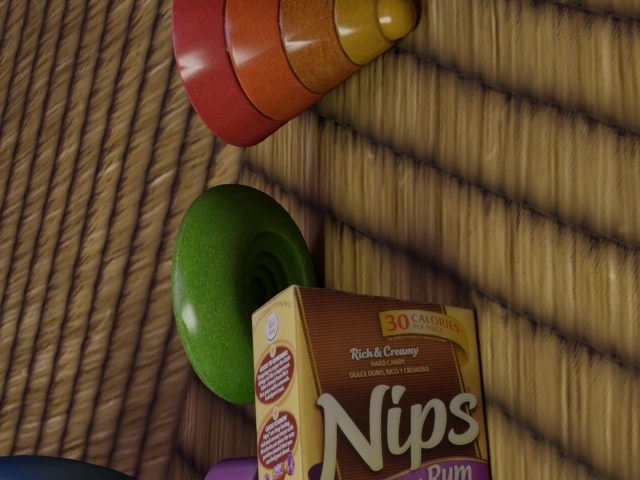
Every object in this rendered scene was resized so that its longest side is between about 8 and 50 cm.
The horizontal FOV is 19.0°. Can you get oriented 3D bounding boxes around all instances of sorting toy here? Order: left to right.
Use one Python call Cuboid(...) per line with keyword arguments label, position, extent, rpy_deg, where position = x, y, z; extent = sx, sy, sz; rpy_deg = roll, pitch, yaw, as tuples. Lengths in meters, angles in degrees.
Cuboid(label="sorting toy", position=(0.000, 0.000, 1.074), extent=(0.126, 0.127, 0.366), rpy_deg=(-8, 76, 30))

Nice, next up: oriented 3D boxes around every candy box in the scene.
Cuboid(label="candy box", position=(0.027, 0.121, 0.944), extent=(0.053, 0.109, 0.187), rpy_deg=(-38, 51, 53))

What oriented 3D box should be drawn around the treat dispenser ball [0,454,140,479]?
Cuboid(label="treat dispenser ball", position=(-0.166, 0.265, 1.071), extent=(0.288, 0.288, 0.288), rpy_deg=(-26, 60, 57))
